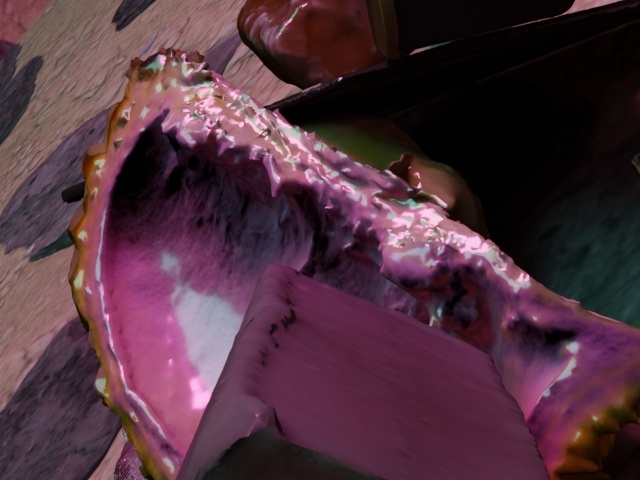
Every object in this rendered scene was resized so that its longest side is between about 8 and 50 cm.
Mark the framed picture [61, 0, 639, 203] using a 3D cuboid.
[{"bbox_3d":[0.020,-0.081,1.065,0.244,0.013,0.324,-17,0,-33],"label":"framed picture"}]

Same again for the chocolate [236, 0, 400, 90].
[{"bbox_3d":[0.039,-0.203,1.345,0.214,0.093,0.148,-49,21,-1],"label":"chocolate"}]

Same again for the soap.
[{"bbox_3d":[-0.036,0.169,0.574,0.285,0.107,0.296,-76,8,-82],"label":"soap"}]

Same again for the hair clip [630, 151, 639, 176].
[{"bbox_3d":[0.214,-0.075,0.819,0.173,0.049,0.049,-39,22,22],"label":"hair clip"}]

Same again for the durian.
[{"bbox_3d":[0.003,0.051,0.809,0.341,0.112,0.191,31,102,36],"label":"durian"}]

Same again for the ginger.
[{"bbox_3d":[0.000,0.000,0.987,0.152,0.138,0.267,-46,14,-8],"label":"ginger"}]

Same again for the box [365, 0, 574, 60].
[{"bbox_3d":[0.057,-0.163,0.854,0.090,0.144,0.201,-11,6,1],"label":"box"}]

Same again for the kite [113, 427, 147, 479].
[{"bbox_3d":[-0.075,0.079,1.167,0.204,0.022,0.360,-43,21,11],"label":"kite"}]
